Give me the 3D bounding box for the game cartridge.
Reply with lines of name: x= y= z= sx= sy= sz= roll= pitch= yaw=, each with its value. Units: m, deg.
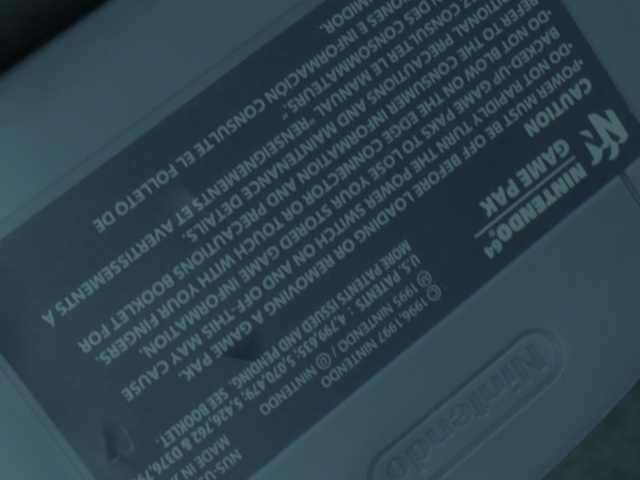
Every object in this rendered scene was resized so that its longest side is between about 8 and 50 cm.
game cartridge: x=0.000 y=0.000 z=0.547 sx=0.294 sy=0.060 sz=0.196 roll=-38 pitch=98 yaw=-17
